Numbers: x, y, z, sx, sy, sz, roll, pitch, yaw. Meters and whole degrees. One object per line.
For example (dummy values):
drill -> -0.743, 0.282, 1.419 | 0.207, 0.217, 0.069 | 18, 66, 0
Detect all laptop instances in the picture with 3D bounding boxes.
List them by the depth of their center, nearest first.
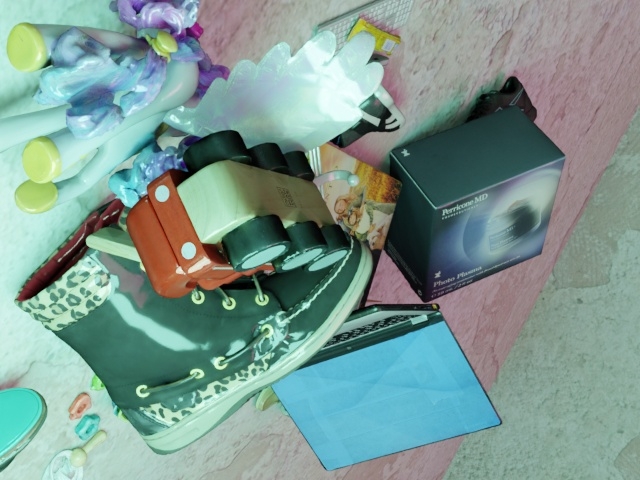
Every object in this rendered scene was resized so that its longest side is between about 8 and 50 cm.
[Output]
laptop -> 0.049, 0.274, 1.589 | 0.382, 0.236, 0.408 | -22, 166, 24

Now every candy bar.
candy bar -> 0.087, -0.316, 1.436 | 0.040, 0.018, 0.161 | -57, 159, 17

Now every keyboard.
keyboard -> 0.070, -0.331, 1.417 | 0.256, 0.014, 0.072 | -34, 146, -40

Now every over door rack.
over door rack -> -0.065, -0.042, 1.254 | 0.324, 0.108, 0.239 | -22, 116, -37

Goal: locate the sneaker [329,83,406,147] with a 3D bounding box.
sneaker -> 0.065, -0.200, 1.506 | 0.121, 0.079, 0.217 | -39, 167, 7

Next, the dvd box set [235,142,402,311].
dvd box set -> 0.000, 0.000, 1.541 | 0.420, 0.062, 0.307 | 18, 89, -64

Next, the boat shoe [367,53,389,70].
boat shoe -> 0.077, -0.275, 1.471 | 0.100, 0.035, 0.035 | -30, 141, -56

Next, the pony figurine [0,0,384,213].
pony figurine -> -0.167, -0.167, 0.939 | 0.351, 0.302, 0.363 | -36, 176, 38

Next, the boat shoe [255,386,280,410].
boat shoe -> -0.074, 0.298, 1.835 | 0.135, 0.045, 0.050 | -39, 149, -34

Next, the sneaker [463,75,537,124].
sneaker -> 0.345, -0.253, 1.940 | 0.267, 0.101, 0.106 | -35, 118, -28

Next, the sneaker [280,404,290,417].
sneaker -> -0.017, 0.296, 1.915 | 0.190, 0.071, 0.083 | -59, 149, 1

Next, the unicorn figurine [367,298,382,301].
unicorn figurine -> 0.031, 0.146, 1.851 | 0.162, 0.060, 0.111 | -43, 156, 5

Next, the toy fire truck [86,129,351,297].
toy fire truck -> -0.131, -0.004, 0.910 | 0.246, 0.158, 0.217 | -31, 166, 20

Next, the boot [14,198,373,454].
boot -> -0.149, 0.057, 1.118 | 0.377, 0.138, 0.284 | -39, 114, 6

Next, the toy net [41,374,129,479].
toy net -> -0.342, 0.294, 1.348 | 0.232, 0.045, 0.122 | -56, 155, -3

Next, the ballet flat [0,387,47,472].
ballet flat -> -0.452, 0.275, 1.091 | 0.280, 0.095, 0.096 | -33, 156, -24

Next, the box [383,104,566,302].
box -> 0.297, -0.069, 1.824 | 0.296, 0.182, 0.294 | -22, 142, -16
